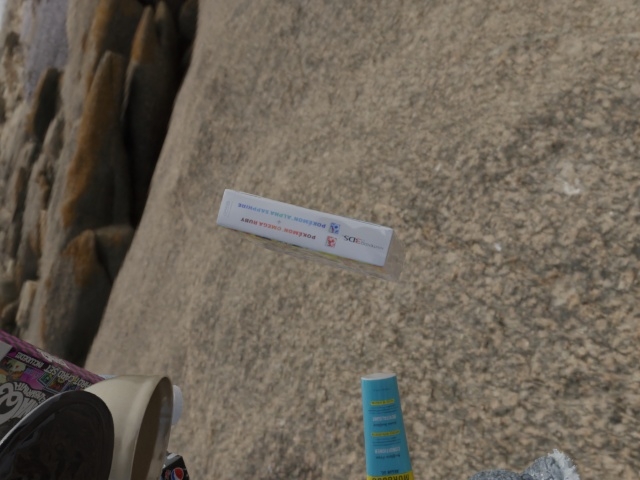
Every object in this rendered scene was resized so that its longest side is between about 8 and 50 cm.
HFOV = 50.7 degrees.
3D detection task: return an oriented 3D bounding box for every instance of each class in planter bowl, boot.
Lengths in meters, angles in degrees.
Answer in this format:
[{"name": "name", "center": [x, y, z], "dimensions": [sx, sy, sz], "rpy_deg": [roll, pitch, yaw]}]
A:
[{"name": "planter bowl", "center": [-0.242, 0.226, 0.767], "dimensions": [0.162, 0.109, 0.162], "rpy_deg": [9, -90, -88]}, {"name": "boot", "center": [-0.284, 0.248, 0.597], "dimensions": [0.280, 0.096, 0.264], "rpy_deg": [-11, 61, 61]}]

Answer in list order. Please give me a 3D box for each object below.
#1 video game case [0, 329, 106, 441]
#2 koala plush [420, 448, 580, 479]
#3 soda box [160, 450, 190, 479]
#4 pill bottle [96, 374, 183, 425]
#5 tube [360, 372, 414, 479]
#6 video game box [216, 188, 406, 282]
[{"name": "video game case", "center": [-0.399, 0.225, 0.829], "dimensions": [0.042, 0.232, 0.210], "rpy_deg": [36, 80, 34]}, {"name": "koala plush", "center": [0.180, 0.310, 0.602], "dimensions": [0.196, 0.203, 0.221], "rpy_deg": [-18, 70, 22]}, {"name": "soda box", "center": [-0.326, 0.445, 1.323], "dimensions": [0.169, 0.053, 0.060], "rpy_deg": [-4, 106, 47]}, {"name": "pill bottle", "center": [-0.306, 0.261, 1.076], "dimensions": [0.087, 0.160, 0.087], "rpy_deg": [-19, 65, 48]}, {"name": "tube", "center": [0.096, 0.300, 0.984], "dimensions": [0.052, 0.080, 0.207], "rpy_deg": [21, -118, -85]}, {"name": "video game box", "center": [0.000, 0.000, 0.788], "dimensions": [0.205, 0.187, 0.048], "rpy_deg": [36, -114, -76]}]
